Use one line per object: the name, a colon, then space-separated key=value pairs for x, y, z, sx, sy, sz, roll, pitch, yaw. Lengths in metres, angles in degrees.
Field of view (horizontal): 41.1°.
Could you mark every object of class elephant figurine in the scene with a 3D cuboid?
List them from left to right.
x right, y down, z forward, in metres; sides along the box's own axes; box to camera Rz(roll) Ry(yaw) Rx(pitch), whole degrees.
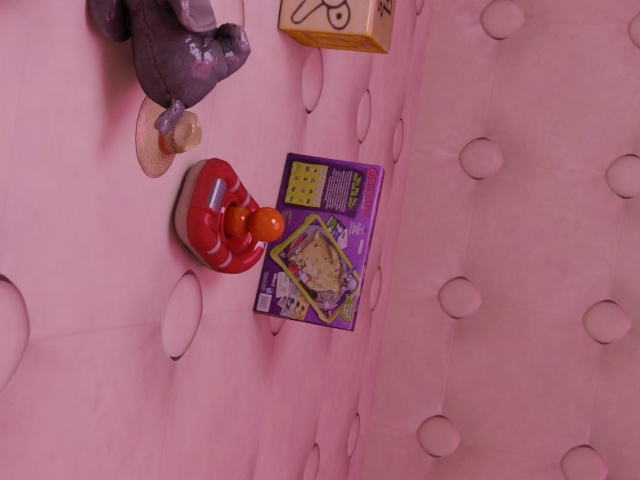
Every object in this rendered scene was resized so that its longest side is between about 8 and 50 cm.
elephant figurine: x=-0.204 y=-0.297 z=1.065 sx=0.169 sy=0.186 sz=0.239 roll=-32 pitch=134 yaw=-9

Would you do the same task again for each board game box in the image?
board game box: x=0.000 y=0.000 z=1.762 sx=0.056 sy=0.208 sz=0.346 roll=43 pitch=58 yaw=-71

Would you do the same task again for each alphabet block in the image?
alphabet block: x=0.043 y=-0.489 z=1.684 sx=0.193 sy=0.193 sz=0.197 roll=-4 pitch=103 yaw=-72

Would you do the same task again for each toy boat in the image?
toy boat: x=-0.131 y=-0.030 z=1.397 sx=0.231 sy=0.151 sz=0.151 roll=61 pitch=41 yaw=-64

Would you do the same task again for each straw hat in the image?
straw hat: x=-0.205 y=-0.158 z=1.237 sx=0.144 sy=0.061 sz=0.144 roll=9 pitch=90 yaw=-75
